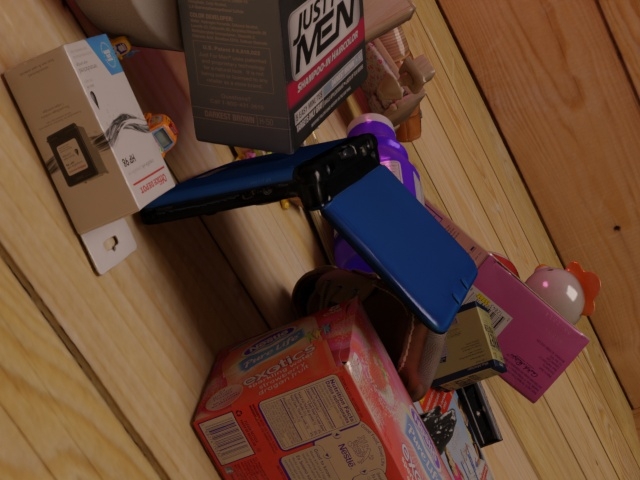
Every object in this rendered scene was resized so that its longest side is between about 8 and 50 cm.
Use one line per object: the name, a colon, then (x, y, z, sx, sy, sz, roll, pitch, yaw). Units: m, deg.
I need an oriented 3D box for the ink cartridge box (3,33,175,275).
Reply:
ink cartridge box: (-0.179, -0.073, 1.154, 0.180, 0.060, 0.104, 66, 15, -8)

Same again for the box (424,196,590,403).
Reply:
box: (0.206, 0.073, 1.896, 0.213, 0.117, 0.243, 38, 5, -29)

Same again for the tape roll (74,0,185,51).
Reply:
tape roll: (-0.132, -0.372, 1.344, 0.392, 0.072, 0.392, 9, 90, -67)

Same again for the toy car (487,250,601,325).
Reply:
toy car: (0.368, 0.093, 2.443, 0.219, 0.238, 0.210, 35, 36, -64)

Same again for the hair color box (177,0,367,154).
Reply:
hair color box: (-0.049, -0.292, 1.333, 0.185, 0.114, 0.374, -50, 142, -50)

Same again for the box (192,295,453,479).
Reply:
box: (0.027, 0.224, 1.278, 0.300, 0.154, 0.142, 62, 17, -18)

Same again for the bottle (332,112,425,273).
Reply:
bottle: (0.072, -0.056, 1.799, 0.092, 0.118, 0.283, 57, 19, -36)

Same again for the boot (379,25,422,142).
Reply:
boot: (0.113, -0.293, 2.372, 0.283, 0.109, 0.220, -123, -164, -70)

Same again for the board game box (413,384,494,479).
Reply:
board game box: (0.118, 0.269, 1.648, 0.302, 0.086, 0.308, 66, 15, -6)

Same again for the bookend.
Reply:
bookend: (0.180, 0.228, 1.938, 0.156, 0.072, 0.157, 69, 16, 3)

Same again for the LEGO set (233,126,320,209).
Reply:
LEGO set: (-0.037, -0.125, 1.615, 0.287, 0.107, 0.132, 56, 19, -36)

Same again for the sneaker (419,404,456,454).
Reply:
sneaker: (0.064, 0.212, 1.441, 0.170, 0.051, 0.089, 5, 84, -32)

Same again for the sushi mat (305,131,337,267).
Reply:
sushi mat: (0.000, -0.062, 1.820, 0.151, 0.019, 0.316, -31, 100, -76)

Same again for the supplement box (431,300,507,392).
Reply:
supplement box: (0.167, 0.128, 1.680, 0.056, 0.083, 0.083, 29, 42, -65)

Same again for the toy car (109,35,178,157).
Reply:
toy car: (-0.169, -0.131, 1.305, 0.122, 0.040, 0.060, 64, 16, -16)

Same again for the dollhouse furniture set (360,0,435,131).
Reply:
dollhouse furniture set: (0.001, -0.295, 2.110, 0.303, 0.174, 0.355, 57, -15, 7)

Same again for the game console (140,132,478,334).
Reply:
game console: (0.000, 0.000, 1.353, 0.293, 0.250, 0.173, -37, 115, -74)

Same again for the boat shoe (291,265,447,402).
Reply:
boat shoe: (0.041, 0.088, 1.442, 0.324, 0.116, 0.123, -173, -82, -76)
